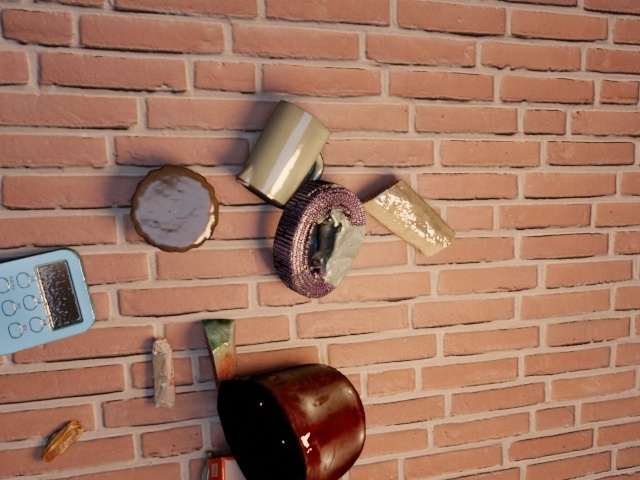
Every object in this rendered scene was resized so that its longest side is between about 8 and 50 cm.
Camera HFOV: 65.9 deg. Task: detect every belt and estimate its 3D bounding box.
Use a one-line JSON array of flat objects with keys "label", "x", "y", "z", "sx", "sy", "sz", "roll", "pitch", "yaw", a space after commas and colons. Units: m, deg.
[{"label": "belt", "x": 0.000, "y": 0.000, "z": 1.372, "sx": 0.260, "sy": 0.122, "sz": 0.325, "roll": 13, "pitch": 95, "yaw": -43}]

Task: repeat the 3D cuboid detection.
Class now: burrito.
[{"label": "burrito", "x": -0.439, "y": 0.370, "z": 1.373, "sx": 0.064, "sy": 0.064, "sz": 0.203, "roll": -3, "pitch": 99, "yaw": -14}, {"label": "burrito", "x": 0.264, "y": -0.074, "z": 1.472, "sx": 0.299, "sy": 0.105, "sz": 0.143, "roll": 37, "pitch": 82, "yaw": -17}]

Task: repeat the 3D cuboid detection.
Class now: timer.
[{"label": "timer", "x": -0.727, "y": 0.152, "z": 1.260, "sx": 0.249, "sy": 0.091, "sz": 0.232, "roll": -14, "pitch": 99, "yaw": -16}]

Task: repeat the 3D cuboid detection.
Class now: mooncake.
[{"label": "mooncake", "x": -0.379, "y": -0.082, "z": 1.304, "sx": 0.228, "sy": 0.124, "sz": 0.228, "roll": 0, "pitch": 91, "yaw": -12}]

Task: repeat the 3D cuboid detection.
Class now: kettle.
[{"label": "kettle", "x": -0.083, "y": -0.215, "z": 1.351, "sx": 0.240, "sy": 0.165, "sz": 0.255, "roll": 29, "pitch": 90, "yaw": -44}]

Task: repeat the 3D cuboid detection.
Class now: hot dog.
[{"label": "hot dog", "x": -0.703, "y": 0.542, "z": 1.339, "sx": 0.133, "sy": 0.041, "sz": 0.056, "roll": -45, "pitch": 113, "yaw": -11}]

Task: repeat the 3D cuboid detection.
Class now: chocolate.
[{"label": "chocolate", "x": -0.044, "y": 0.491, "z": 1.332, "sx": 0.331, "sy": 0.383, "sz": 0.384, "roll": -21, "pitch": 102, "yaw": -34}]

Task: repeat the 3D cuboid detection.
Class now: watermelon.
[{"label": "watermelon", "x": -0.270, "y": 0.352, "z": 1.387, "sx": 0.094, "sy": 0.154, "sz": 0.241, "roll": -7, "pitch": 113, "yaw": -13}]

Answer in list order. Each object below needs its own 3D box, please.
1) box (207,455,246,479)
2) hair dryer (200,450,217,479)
[{"label": "box", "x": -0.243, "y": 0.706, "z": 1.392, "sx": 0.133, "sy": 0.099, "sz": 0.182, "roll": 11, "pitch": 61, "yaw": -36}, {"label": "hair dryer", "x": -0.392, "y": 0.805, "z": 1.430, "sx": 0.295, "sy": 0.119, "sz": 0.298, "roll": -23, "pitch": 85, "yaw": -7}]
